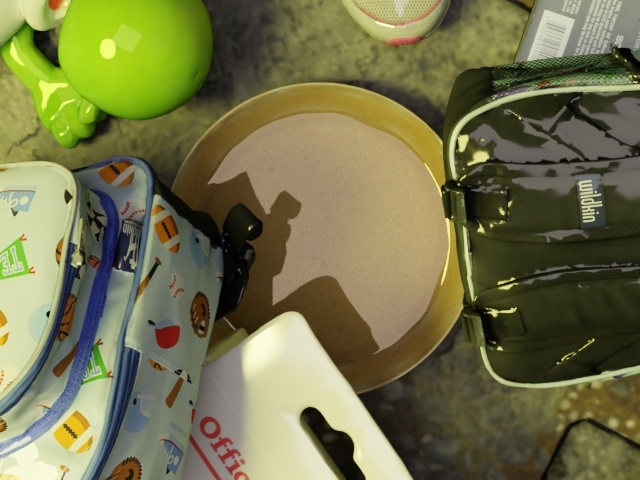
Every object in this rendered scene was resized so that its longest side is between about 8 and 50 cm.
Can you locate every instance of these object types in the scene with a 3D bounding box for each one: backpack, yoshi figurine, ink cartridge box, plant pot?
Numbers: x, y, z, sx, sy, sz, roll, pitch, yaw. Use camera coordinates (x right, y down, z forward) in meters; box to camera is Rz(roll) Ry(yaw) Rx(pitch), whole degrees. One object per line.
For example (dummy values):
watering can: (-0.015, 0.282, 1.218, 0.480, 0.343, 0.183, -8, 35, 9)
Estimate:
backpack: (0.222, -0.026, 1.057, 0.253, 0.191, 0.225, -6, 111, 13)
yoshi figurine: (-0.229, -0.147, 1.106, 0.362, 0.203, 0.203, -14, 108, 3)
ink cartridge box: (-0.094, 0.209, 1.122, 0.353, 0.119, 0.207, -34, 91, 14)
plant pot: (0.000, 0.000, 1.165, 0.236, 0.032, 0.236, 0, 93, 4)
backpack: (-0.198, 0.085, 0.995, 0.276, 0.213, 0.264, -9, 68, 28)

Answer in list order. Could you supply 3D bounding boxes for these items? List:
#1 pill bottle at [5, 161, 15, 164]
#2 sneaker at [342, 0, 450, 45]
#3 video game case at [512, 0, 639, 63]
pill bottle: (-0.201, -0.003, 1.164, 0.116, 0.065, 0.065, 32, 96, 3)
sneaker: (0.043, -0.266, 1.103, 0.102, 0.111, 0.252, -8, 93, 5)
video game case: (0.300, -0.170, 1.133, 0.274, 0.026, 0.196, 19, 95, 2)
